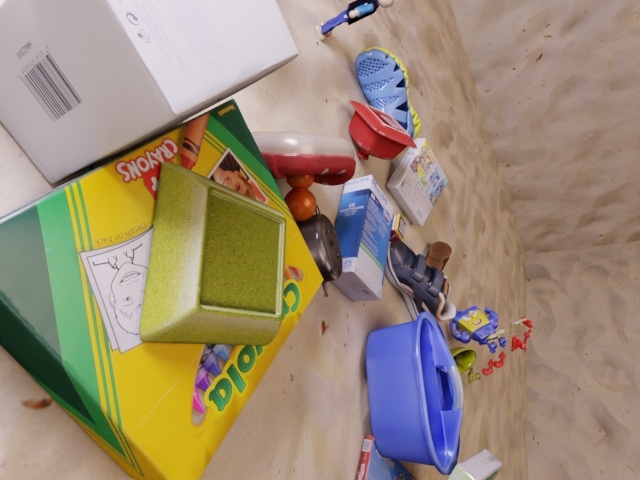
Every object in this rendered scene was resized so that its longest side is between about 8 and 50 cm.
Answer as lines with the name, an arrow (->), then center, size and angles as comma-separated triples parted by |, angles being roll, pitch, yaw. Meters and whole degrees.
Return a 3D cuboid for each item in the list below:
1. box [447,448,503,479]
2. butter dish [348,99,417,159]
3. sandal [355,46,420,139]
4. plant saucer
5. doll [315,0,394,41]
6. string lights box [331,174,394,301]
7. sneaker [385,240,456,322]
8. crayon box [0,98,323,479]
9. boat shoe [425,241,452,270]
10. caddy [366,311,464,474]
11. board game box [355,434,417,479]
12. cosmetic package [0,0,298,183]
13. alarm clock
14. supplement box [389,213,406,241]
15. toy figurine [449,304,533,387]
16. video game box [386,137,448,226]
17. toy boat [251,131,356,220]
box -> 0.284, 0.634, 0.901 | 0.232, 0.058, 0.322 | 24, 95, -51
butter dish -> 0.135, -0.257, 1.016 | 0.159, 0.118, 0.160 | 7, 39, -39
sandal -> 0.191, -0.381, 1.124 | 0.317, 0.126, 0.138 | 52, 47, -33
plant saucer -> -0.099, 0.023, 0.461 | 0.188, 0.045, 0.188 | 23, 64, -53
doll -> 0.083, -0.533, 0.937 | 0.046, 0.189, 0.129 | 58, 40, -29
string lights box -> 0.097, -0.006, 0.920 | 0.133, 0.076, 0.260 | 46, 46, -40
sneaker -> 0.282, 0.107, 1.123 | 0.321, 0.127, 0.126 | 55, 42, -30
crayon box -> -0.162, 0.040, 0.498 | 0.313, 0.106, 0.363 | 63, 37, -23
boat shoe -> 0.377, 0.071, 1.332 | 0.207, 0.073, 0.073 | -37, 149, -50
caddy -> 0.235, 0.338, 0.919 | 0.241, 0.179, 0.341 | 24, 58, -53
board game box -> 0.154, 0.568, 0.897 | 0.281, 0.027, 0.145 | 55, 42, -32
cosmetic package -> -0.183, -0.189, 0.422 | 0.138, 0.224, 0.225 | 62, 38, -24
alarm clock -> 0.000, 0.000, 0.770 | 0.129, 0.064, 0.192 | 60, 19, -44
supplement box -> 0.170, -0.028, 1.026 | 0.043, 0.083, 0.055 | 51, 43, -37
toy figurine -> 0.538, 0.345, 1.442 | 0.362, 0.217, 0.191 | -25, 125, -12
video game box -> 0.303, -0.176, 1.237 | 0.187, 0.048, 0.205 | -56, 132, -13
toy boat -> -0.034, -0.110, 0.710 | 0.231, 0.151, 0.151 | -16, 112, -56
